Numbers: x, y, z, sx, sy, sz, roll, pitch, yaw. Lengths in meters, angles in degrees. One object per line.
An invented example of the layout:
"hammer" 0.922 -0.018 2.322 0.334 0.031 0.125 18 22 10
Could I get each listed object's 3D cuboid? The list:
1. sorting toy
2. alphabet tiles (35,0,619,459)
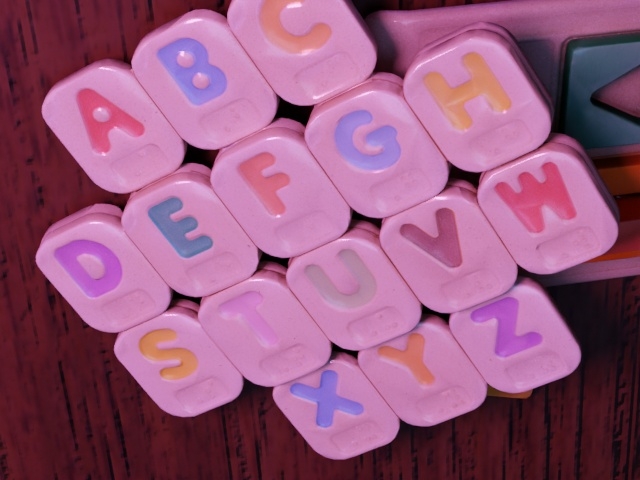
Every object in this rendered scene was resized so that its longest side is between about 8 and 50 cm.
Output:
"sorting toy" 0.121 -0.039 0.851 0.196 0.047 0.348 -4 127 -4
"alphabet tiles" 0.000 0.000 0.841 0.284 0.021 0.278 -23 119 24
